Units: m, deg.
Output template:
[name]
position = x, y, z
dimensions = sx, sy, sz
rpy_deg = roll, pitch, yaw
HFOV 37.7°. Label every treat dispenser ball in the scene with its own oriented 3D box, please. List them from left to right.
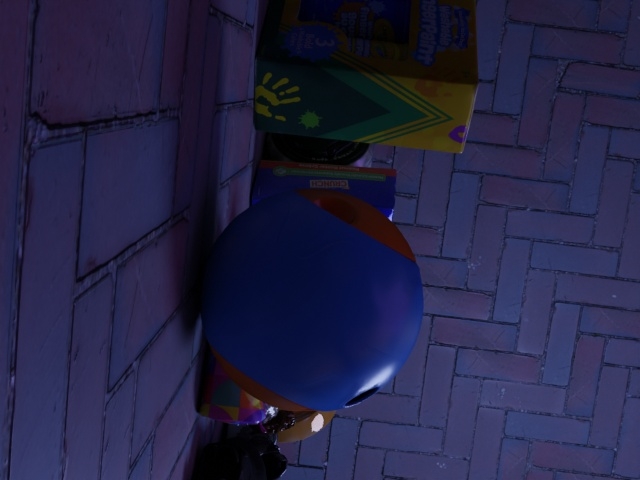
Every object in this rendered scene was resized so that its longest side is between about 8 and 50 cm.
[treat dispenser ball]
position = -0.011, 0.076, 1.205
dimensions = 0.288, 0.288, 0.288
rpy_deg = 7, 90, -89

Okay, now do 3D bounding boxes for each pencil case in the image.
[pencil case]
position = -0.114, 0.155, 1.360
dimensions = 0.104, 0.104, 0.236
rpy_deg = 90, 6, -81

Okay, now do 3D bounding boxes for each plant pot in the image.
[plant pot]
position = -0.080, 0.278, 1.932
dimensions = 0.205, 0.205, 0.188
rpy_deg = -82, 162, -51

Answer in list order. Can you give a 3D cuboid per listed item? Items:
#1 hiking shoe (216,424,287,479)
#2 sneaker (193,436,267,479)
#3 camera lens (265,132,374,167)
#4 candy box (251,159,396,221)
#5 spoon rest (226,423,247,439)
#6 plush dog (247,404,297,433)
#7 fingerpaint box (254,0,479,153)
[hiking shoe]
position = -0.107, 0.387, 1.644
dimensions = 0.227, 0.114, 0.086
rpy_deg = -17, 120, -70
[sneaker]
position = -0.136, 0.353, 1.413
dimensions = 0.286, 0.109, 0.130
rpy_deg = -87, 177, -77
[camera lens]
position = -0.007, -0.130, 1.958
dimensions = 0.274, 0.219, 0.219
rpy_deg = 95, 2, -46
[candy box]
position = 0.000, 0.000, 1.846
dimensions = 0.317, 0.268, 0.122
rpy_deg = 96, -1, -47
[spoon rest]
position = -0.141, 0.288, 1.766
dimensions = 0.137, 0.084, 0.276
rpy_deg = -60, 170, -84
[plush dog]
position = -0.097, 0.197, 1.565
dimensions = 0.262, 0.210, 0.225
rpy_deg = 60, 40, -37
[fingerpaint box]
position = 0.092, -0.378, 1.716
dimensions = 0.163, 0.371, 0.445
rpy_deg = 96, 2, -45
